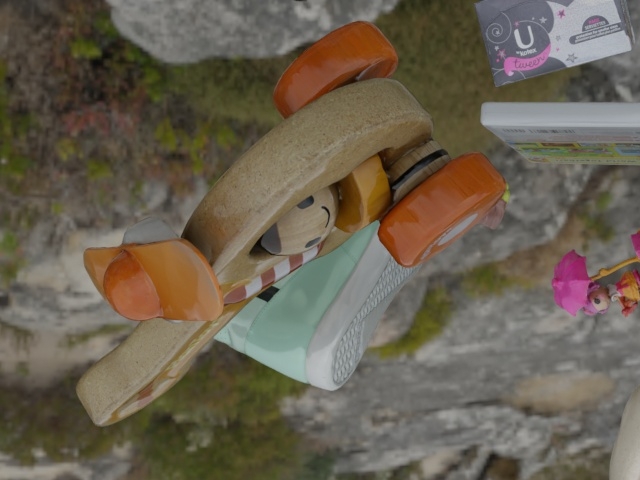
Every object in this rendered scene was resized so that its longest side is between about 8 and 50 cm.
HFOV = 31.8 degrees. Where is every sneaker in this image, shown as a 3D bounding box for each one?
[{"bbox_3d":[0.000,0.000,0.937,0.151,0.256,0.094,17,138,23],"label":"sneaker"}]

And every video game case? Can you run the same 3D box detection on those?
[{"bbox_3d":[0.292,-0.103,1.096,0.227,0.026,0.206,3,174,24],"label":"video game case"}]

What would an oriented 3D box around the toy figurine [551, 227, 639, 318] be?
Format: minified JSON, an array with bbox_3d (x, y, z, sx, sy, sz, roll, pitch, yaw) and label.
[{"bbox_3d":[0.378,0.052,1.435,0.159,0.130,0.173,-20,135,17],"label":"toy figurine"}]

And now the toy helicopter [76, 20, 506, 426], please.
[{"bbox_3d":[-0.067,0.028,0.712,0.235,0.140,0.355,-25,164,-51],"label":"toy helicopter"}]

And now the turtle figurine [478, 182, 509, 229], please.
[{"bbox_3d":[0.101,-0.059,1.288,0.217,0.087,0.269,11,168,-18],"label":"turtle figurine"}]

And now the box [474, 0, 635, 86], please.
[{"bbox_3d":[0.421,-0.386,2.009,0.247,0.163,0.142,-13,-171,22],"label":"box"}]

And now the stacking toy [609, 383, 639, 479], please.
[{"bbox_3d":[0.480,0.230,0.796,0.351,0.480,0.350,-24,141,-22],"label":"stacking toy"}]
